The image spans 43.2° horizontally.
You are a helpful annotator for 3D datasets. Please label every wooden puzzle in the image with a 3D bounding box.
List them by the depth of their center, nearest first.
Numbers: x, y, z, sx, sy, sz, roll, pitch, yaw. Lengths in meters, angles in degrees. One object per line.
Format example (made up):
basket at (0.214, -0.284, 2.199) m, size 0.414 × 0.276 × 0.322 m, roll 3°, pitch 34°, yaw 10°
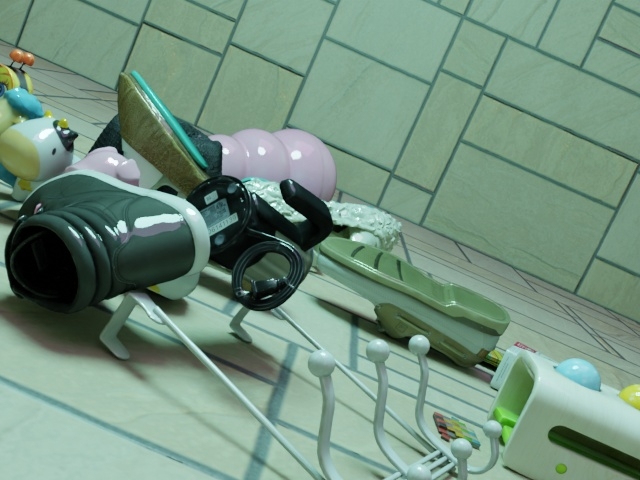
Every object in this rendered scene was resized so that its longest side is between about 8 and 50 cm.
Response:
wooden puzzle at (0.153, 0.213, 0.909) m, size 0.049 × 0.006 × 0.083 m, roll 23°, pitch 9°, yaw -5°

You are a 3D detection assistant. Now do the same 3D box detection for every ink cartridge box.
ink cartridge box at (0.338, 0.215, 1.190) m, size 0.150 × 0.063 × 0.109 m, roll 27°, pitch 9°, yaw 20°

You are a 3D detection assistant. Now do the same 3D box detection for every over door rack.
over door rack at (-0.002, 0.119, 0.742) m, size 0.324 × 0.108 × 0.239 m, roll 28°, pitch 9°, yaw 26°

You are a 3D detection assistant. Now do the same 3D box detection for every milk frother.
milk frother at (-0.054, 0.021, 0.807) m, size 0.129 × 0.143 × 0.135 m, roll -12°, pitch -26°, yaw 25°

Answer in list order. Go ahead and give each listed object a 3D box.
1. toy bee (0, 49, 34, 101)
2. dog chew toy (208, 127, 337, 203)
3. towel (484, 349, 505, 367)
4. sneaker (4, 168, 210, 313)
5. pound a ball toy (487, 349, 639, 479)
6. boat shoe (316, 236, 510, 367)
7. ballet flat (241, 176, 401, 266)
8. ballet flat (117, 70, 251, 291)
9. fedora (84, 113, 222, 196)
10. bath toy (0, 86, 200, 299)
toy bee at (-0.522, -0.236, 1.288) m, size 0.298 × 0.162 × 0.195 m, roll 23°, pitch 7°, yaw -8°
dog chew toy at (-0.126, -0.138, 1.663) m, size 0.332 × 0.206 × 0.207 m, roll 4°, pitch 20°, yaw -42°
towel at (0.208, 0.160, 1.326) m, size 0.237 × 0.021 × 0.102 m, roll 24°, pitch 3°, yaw 3°
sneaker at (-0.256, -0.005, 0.785) m, size 0.296 × 0.104 × 0.147 m, roll 9°, pitch 18°, yaw 41°
pound a ball toy at (0.363, 0.242, 0.879) m, size 0.319 × 0.135 × 0.208 m, roll 23°, pitch 9°, yaw 0°
boat shoe at (0.123, 0.096, 1.206) m, size 0.302 × 0.103 × 0.113 m, roll 26°, pitch 22°, yaw 4°
ballet flat at (0.000, 0.000, 1.470) m, size 0.409 × 0.147 × 0.147 m, roll 13°, pitch 14°, yaw -39°
ballet flat at (-0.174, -0.059, 1.050) m, size 0.342 × 0.124 × 0.116 m, roll 48°, pitch -2°, yaw -9°
fedora at (-0.237, -0.103, 1.207) m, size 0.334 × 0.152 × 0.334 m, roll 25°, pitch 14°, yaw -6°
bath toy at (-0.264, -0.060, 0.957) m, size 0.348 × 0.129 × 0.151 m, roll 30°, pitch -6°, yaw 25°
